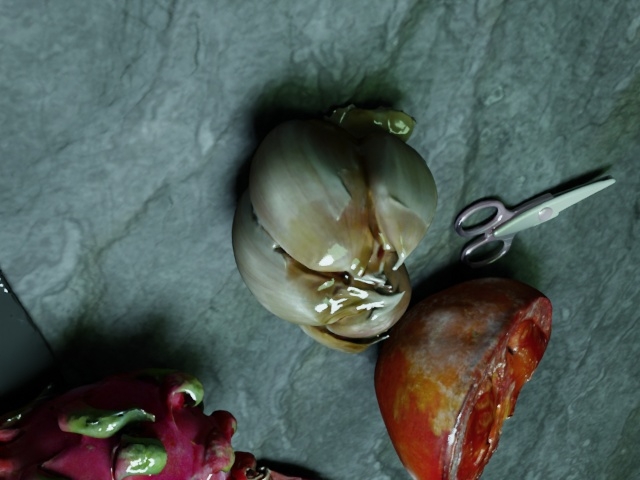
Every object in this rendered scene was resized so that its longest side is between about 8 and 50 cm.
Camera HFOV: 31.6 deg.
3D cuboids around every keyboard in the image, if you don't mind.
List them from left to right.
[{"bbox_3d":[-0.282,0.080,0.963,0.074,0.015,0.196,-22,135,-6],"label":"keyboard"}]

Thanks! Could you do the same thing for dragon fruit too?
[{"bbox_3d":[-0.201,0.215,1.003,0.273,0.218,0.198,-17,123,20],"label":"dragon fruit"}]

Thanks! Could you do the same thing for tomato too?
[{"bbox_3d":[0.133,0.137,1.165,0.233,0.140,0.200,-54,153,-29],"label":"tomato"}]

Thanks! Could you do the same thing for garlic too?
[{"bbox_3d":[0.000,0.000,0.959,0.160,0.191,0.214,17,133,-11],"label":"garlic"}]

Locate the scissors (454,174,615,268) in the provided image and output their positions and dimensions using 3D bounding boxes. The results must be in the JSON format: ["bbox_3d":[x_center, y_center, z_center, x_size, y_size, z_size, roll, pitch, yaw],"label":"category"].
[{"bbox_3d":[0.219,-0.029,1.148,0.176,0.022,0.085,-24,131,-6],"label":"scissors"}]

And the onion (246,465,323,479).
[{"bbox_3d":[-0.053,0.368,1.273,0.227,0.120,0.283,-25,136,-15],"label":"onion"}]
